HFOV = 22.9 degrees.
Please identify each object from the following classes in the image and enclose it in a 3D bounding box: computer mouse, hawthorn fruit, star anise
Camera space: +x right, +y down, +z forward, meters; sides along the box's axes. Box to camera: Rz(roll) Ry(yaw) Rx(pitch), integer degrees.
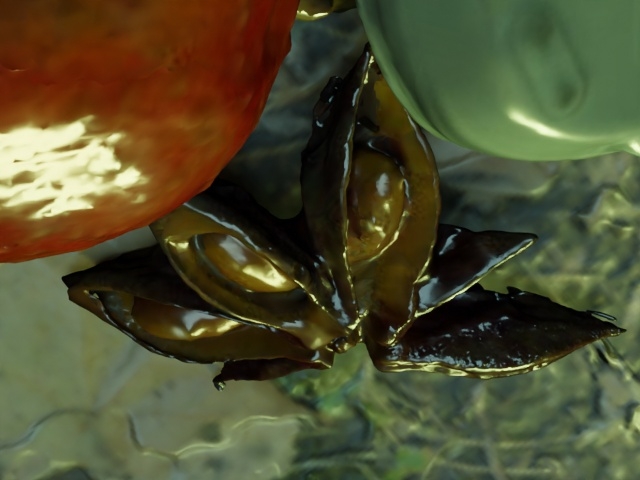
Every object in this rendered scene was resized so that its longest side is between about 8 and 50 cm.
[{"bbox_3d":[0.088,-0.182,0.473,0.197,0.095,0.330,-12,120,-19],"label":"computer mouse"},{"bbox_3d":[-0.093,-0.091,0.465,0.253,0.205,0.205,0,117,-24],"label":"hawthorn fruit"},{"bbox_3d":[0.000,0.003,0.571,0.212,0.053,0.157,-4,139,12],"label":"star anise"}]
